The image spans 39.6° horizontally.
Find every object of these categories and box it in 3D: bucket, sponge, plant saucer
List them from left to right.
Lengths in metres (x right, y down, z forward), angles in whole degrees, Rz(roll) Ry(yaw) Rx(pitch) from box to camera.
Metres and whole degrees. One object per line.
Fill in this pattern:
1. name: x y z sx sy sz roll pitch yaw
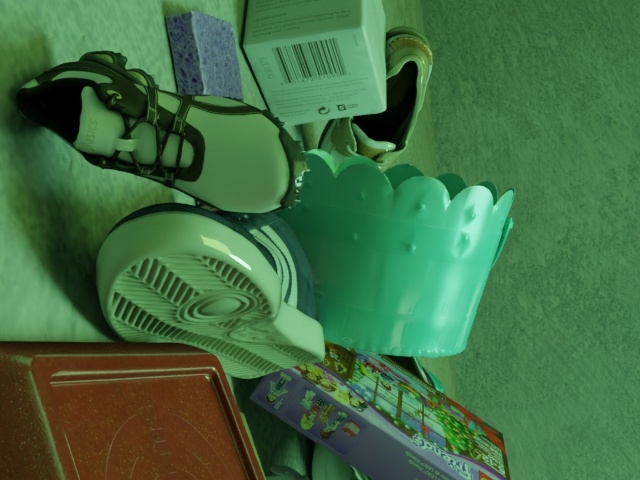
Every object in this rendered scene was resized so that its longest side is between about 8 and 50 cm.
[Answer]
1. plant saucer: -0.092 0.170 0.528 0.259 0.047 0.258 15 49 -66
2. sponge: -0.104 -0.119 0.896 0.117 0.031 0.210 -34 116 -74
3. bucket: 0.060 0.005 0.976 0.281 0.281 0.183 -23 124 -76

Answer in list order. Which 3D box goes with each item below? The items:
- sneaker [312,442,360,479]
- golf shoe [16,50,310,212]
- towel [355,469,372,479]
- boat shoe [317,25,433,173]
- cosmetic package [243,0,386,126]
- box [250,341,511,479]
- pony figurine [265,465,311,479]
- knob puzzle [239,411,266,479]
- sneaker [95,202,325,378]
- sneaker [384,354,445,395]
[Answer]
1. sneaker: 0.046 0.343 1.150 0.080 0.094 0.212 -52 133 -70
2. golf shoe: -0.105 -0.061 0.568 0.094 0.198 0.077 -28 135 -58
3. towel: 0.065 0.224 1.224 0.248 0.038 0.325 59 15 -7
4. boat shoe: 0.066 -0.152 1.263 0.103 0.113 0.302 -85 -165 -61
5. cosmetic package: -0.001 -0.270 1.141 0.151 0.151 0.184 66 22 -52
6. box: 0.075 0.195 0.983 0.057 0.293 0.201 -56 -178 15
7. pony figurine: 0.079 0.409 0.860 0.351 0.363 0.303 60 29 -21
8. knob puzzle: -0.080 0.227 0.752 0.213 0.030 0.213 62 8 -15
9. sneaker: -0.087 0.013 0.734 0.350 0.131 0.148 61 17 -69
10. sneaker: 0.161 0.307 1.519 0.178 0.123 0.296 53 16 -55
